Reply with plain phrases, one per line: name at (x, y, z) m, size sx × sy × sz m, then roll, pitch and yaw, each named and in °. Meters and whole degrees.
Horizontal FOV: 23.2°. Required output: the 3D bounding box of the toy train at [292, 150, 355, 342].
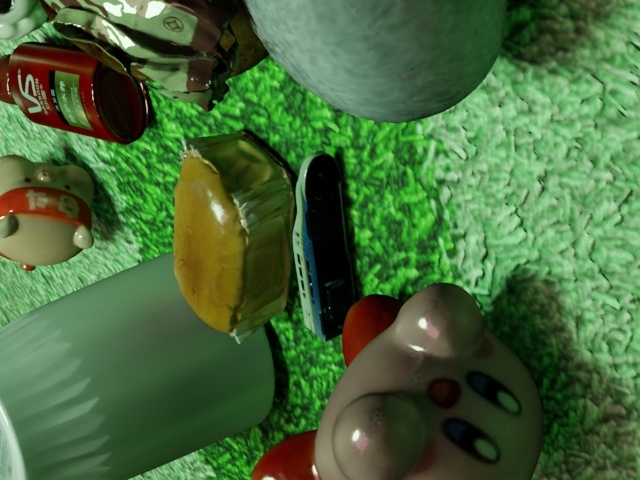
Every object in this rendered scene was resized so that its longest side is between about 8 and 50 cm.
toy train at (0.000, 0.000, 1.698) m, size 0.051 × 0.052 × 0.234 m, roll 34°, pitch 141°, yaw 47°

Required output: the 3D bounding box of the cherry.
cherry at (0.039, -0.233, 1.278) m, size 0.255 × 0.218 × 0.296 m, roll 6°, pitch 129°, yaw 58°

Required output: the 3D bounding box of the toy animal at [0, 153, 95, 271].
toy animal at (-0.403, -0.040, 2.158) m, size 0.197 × 0.171 × 0.171 m, roll 15°, pitch 127°, yaw 61°

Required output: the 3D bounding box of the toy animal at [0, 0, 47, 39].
toy animal at (-0.465, -0.346, 2.020) m, size 0.204 × 0.156 × 0.208 m, roll 15°, pitch 131°, yaw 56°

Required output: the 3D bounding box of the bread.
bread at (-0.105, -0.003, 1.805) m, size 0.136 × 0.107 × 0.241 m, roll 45°, pitch 147°, yaw 31°

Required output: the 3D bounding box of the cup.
cup at (-0.259, 0.172, 1.945) m, size 0.253 × 0.371 × 0.253 m, roll 31°, pitch 132°, yaw 44°

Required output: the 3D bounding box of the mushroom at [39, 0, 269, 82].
mushroom at (-0.168, -0.295, 1.553) m, size 0.345 × 0.239 × 0.345 m, roll 46°, pitch 172°, yaw 8°

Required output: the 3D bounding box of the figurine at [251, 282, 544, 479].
figurine at (0.106, 0.184, 1.532) m, size 0.211 × 0.270 × 0.261 m, roll 36°, pitch 155°, yaw -11°

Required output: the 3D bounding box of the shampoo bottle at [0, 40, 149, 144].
shampoo bottle at (-0.333, -0.198, 2.018) m, size 0.314 × 0.076 × 0.118 m, roll 16°, pitch 131°, yaw 51°

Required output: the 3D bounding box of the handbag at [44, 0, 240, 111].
handbag at (-0.177, -0.220, 1.361) m, size 0.235 × 0.127 × 0.213 m, roll 40°, pitch 168°, yaw 4°
